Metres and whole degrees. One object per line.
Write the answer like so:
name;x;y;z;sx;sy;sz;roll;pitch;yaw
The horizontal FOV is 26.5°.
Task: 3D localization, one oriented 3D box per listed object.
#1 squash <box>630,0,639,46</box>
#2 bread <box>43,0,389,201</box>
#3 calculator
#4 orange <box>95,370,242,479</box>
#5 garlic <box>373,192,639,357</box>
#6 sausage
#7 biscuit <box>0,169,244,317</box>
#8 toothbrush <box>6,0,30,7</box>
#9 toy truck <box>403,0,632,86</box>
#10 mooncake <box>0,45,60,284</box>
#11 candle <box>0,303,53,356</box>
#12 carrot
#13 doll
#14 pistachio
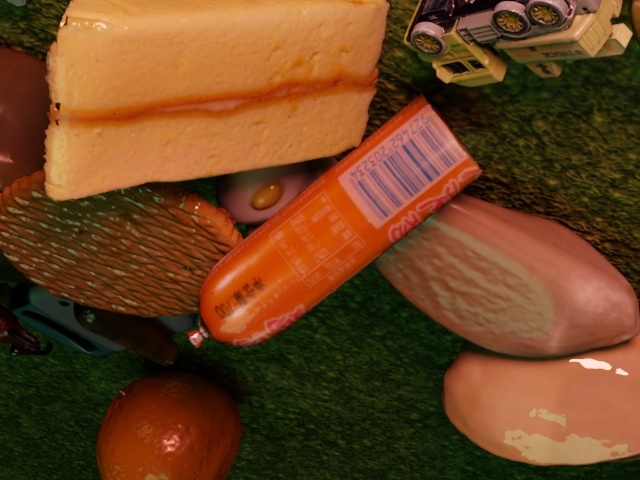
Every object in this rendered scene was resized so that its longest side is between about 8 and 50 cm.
squash;0.331;-0.114;1.055;0.318;0.071;0.080;33;166;-22
bread;-0.081;-0.121;1.091;0.264;0.163;0.167;8;124;-3
calculator;-0.283;0.084;1.747;0.173;0.051;0.293;33;147;-29
orange;-0.212;0.285;1.894;0.193;0.219;0.219;41;157;19
garlic;0.161;0.022;1.335;0.318;0.112;0.143;24;132;-15
sausage;0.000;0.000;1.230;0.312;0.093;0.093;-39;129;10
biscuit;-0.192;0.002;1.304;0.254;0.035;0.254;5;148;3
toothbrush;-0.378;-0.288;1.175;0.297;0.030;0.030;30;123;-20
toy truck;0.155;-0.165;1.040;0.169;0.077;0.100;-7;140;45
mooncake;-0.346;-0.069;1.410;0.284;0.155;0.284;12;153;7
candle;-0.497;0.086;1.831;0.302;0.059;0.084;27;143;4
carrot;-0.236;0.105;1.658;0.055;0.055;0.161;-7;150;36
doll;-0.086;-0.088;1.277;0.138;0.119;0.293;-45;123;7
pistachio;0.278;0.159;1.443;0.299;0.187;0.187;2;148;17
